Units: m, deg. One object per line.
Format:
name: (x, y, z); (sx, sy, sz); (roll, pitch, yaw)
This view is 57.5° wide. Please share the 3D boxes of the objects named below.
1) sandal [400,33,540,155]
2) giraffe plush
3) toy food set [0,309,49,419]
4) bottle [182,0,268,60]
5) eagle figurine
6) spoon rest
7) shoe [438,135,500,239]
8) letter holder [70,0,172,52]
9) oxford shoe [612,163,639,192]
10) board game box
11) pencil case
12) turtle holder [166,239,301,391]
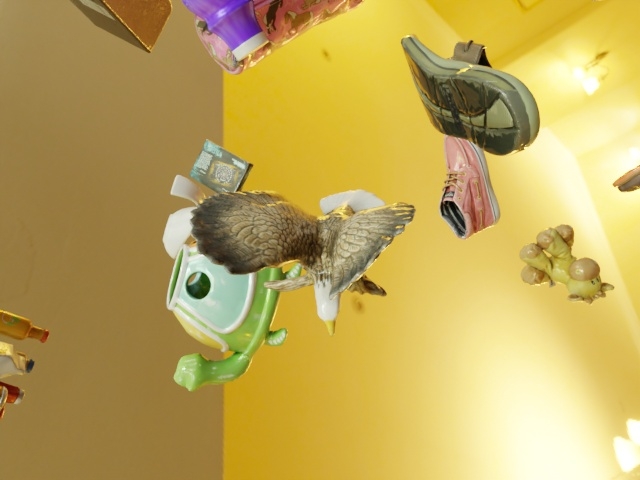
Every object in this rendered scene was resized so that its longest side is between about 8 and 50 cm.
sandal: (0.184, -0.185, 0.707); (0.120, 0.086, 0.302); (62, 177, -34)
giraffe plush: (0.624, 0.082, 1.459); (0.210, 0.181, 0.170); (53, 176, -34)
toy food set: (-0.497, 0.213, 0.926); (0.105, 0.111, 0.232); (29, -172, -35)
bottle: (-0.193, -0.448, 0.998); (0.118, 0.092, 0.282); (-36, -74, -12)
eagle figurine: (0.004, 0.009, 0.749); (0.225, 0.226, 0.298); (54, 179, 26)
spoon rest: (-0.332, -0.051, 1.427); (0.084, 0.276, 0.137); (15, -122, -10)
shoe: (0.225, -0.092, 0.935); (0.081, 0.063, 0.177); (-27, -81, -30)
letter holder: (-0.411, -0.560, 1.186); (0.152, 0.214, 0.302); (28, 179, 5)
oxford shoe: (0.719, -0.135, 1.136); (0.097, 0.272, 0.098); (3, -111, -73)
board game box: (-0.294, -0.207, 1.723); (0.186, 0.126, 0.026); (31, -173, 28)
pencil case: (-0.074, -0.504, 1.249); (0.386, 0.167, 0.160); (-36, -49, -23)
turtle holder: (-0.201, 0.127, 1.215); (0.228, 0.320, 0.243); (15, -155, -21)
